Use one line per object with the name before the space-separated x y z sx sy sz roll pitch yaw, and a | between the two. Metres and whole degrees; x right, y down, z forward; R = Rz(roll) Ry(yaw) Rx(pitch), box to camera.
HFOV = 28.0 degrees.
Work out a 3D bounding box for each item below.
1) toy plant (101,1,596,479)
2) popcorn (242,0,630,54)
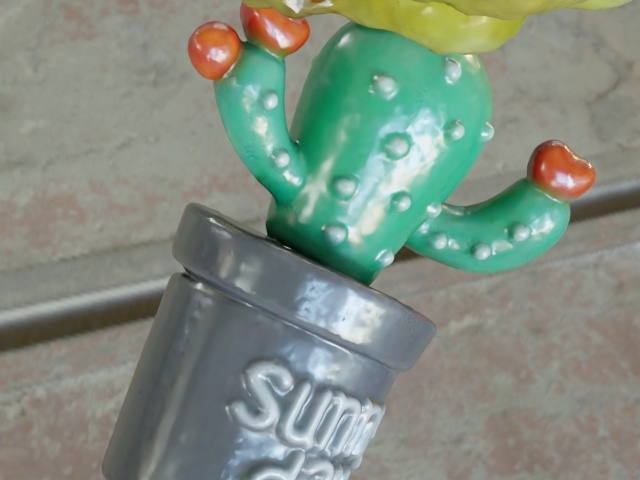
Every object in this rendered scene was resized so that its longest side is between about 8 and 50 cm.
toy plant | 0.012 0.006 0.857 0.279 0.185 0.400 25 87 -2
popcorn | 0.047 -0.130 0.353 0.197 0.156 0.197 -3 24 1
